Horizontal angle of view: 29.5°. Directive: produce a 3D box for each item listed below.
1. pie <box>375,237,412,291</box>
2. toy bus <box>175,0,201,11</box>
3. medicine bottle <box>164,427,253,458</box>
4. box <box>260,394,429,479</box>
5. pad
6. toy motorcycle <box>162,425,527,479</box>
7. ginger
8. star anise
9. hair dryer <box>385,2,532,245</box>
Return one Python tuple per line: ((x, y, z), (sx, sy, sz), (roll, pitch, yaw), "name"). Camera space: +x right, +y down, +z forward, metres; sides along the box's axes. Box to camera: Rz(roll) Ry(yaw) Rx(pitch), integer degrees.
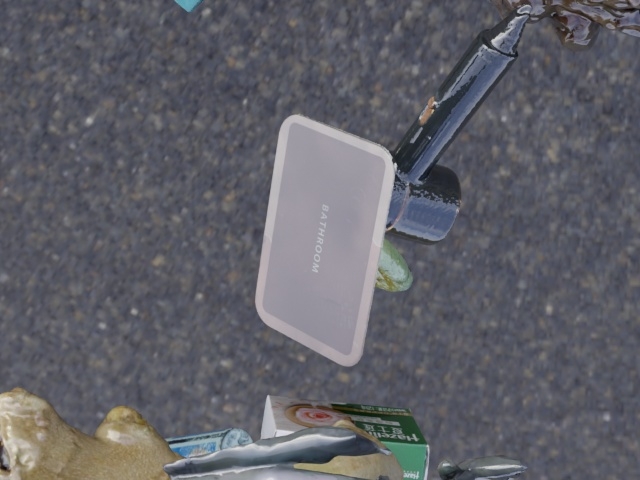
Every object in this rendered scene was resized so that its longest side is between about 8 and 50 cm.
((0.058, 0.009, 2.063), (0.240, 0.054, 0.240), (36, 167, 10), "pie")
((-0.140, -0.377, 1.574), (0.079, 0.092, 0.160), (44, 133, -10), "toy bus")
((-0.149, 0.237, 1.322), (0.191, 0.051, 0.051), (-17, 123, 46), "medicine bottle")
((0.027, 0.259, 1.528), (0.199, 0.135, 0.081), (5, 101, -8), "box")
((0.000, 0.000, 1.387), (0.176, 0.002, 0.266), (25, 115, 37), "pad")
((-0.024, 0.113, 0.320), (0.204, 0.108, 0.239), (4, 150, -25), "toy motorcycle")
((-0.088, 0.103, 0.515), (0.288, 0.089, 0.075), (-2, 177, -23), "ginger")
((0.273, -0.309, 1.367), (0.315, 0.108, 0.315), (11, 166, 3), "star anise")
((0.127, -0.148, 1.428), (0.189, 0.107, 0.352), (14, 129, -27), "hair dryer")
